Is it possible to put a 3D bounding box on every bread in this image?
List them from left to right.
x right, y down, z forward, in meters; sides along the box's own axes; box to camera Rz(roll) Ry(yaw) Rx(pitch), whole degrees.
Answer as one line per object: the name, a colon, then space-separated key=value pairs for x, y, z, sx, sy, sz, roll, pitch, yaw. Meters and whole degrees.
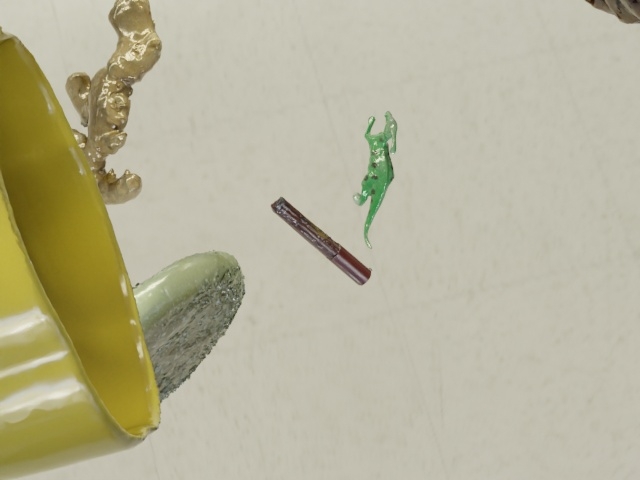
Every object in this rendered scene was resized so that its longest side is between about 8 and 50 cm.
bread: x=-0.176 y=0.116 z=1.590 sx=0.267 sy=0.267 sz=0.040 roll=-39 pitch=72 yaw=-18

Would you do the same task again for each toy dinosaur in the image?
toy dinosaur: x=0.041 y=-0.043 z=1.039 sx=0.021 sy=0.062 sz=0.083 roll=1 pitch=65 yaw=-22

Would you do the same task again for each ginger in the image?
ginger: x=-0.258 y=-0.169 z=1.880 sx=0.149 sy=0.065 sz=0.258 roll=-1 pitch=83 yaw=36

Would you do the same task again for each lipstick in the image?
lipstick: x=0.000 y=0.000 z=1.932 sx=0.027 sy=0.176 sz=0.027 roll=-28 pitch=42 yaw=28

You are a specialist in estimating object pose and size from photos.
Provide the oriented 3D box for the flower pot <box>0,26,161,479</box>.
flower pot: x=-0.183 y=0.026 z=0.670 sx=0.179 sy=0.195 sz=0.195 roll=-21 pitch=64 yaw=4

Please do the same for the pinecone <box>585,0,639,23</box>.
pinecone: x=0.227 y=-0.274 z=0.925 sx=0.298 sy=0.242 sz=0.296 roll=42 pitch=104 yaw=15
